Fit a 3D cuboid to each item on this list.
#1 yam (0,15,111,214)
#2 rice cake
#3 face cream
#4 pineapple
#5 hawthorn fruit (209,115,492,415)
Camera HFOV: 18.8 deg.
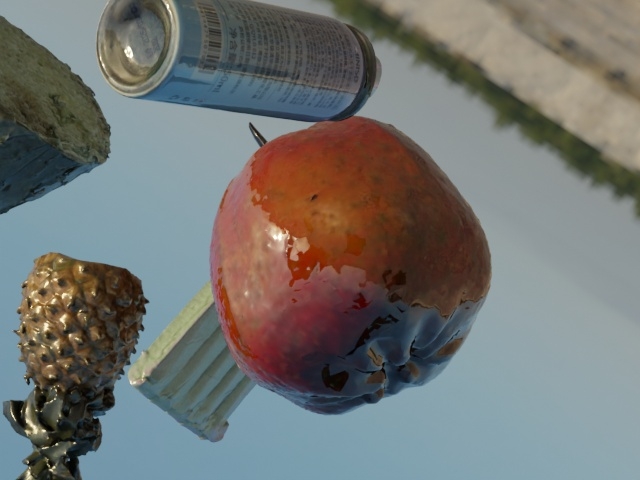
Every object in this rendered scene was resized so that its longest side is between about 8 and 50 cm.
[{"bbox_3d":[-0.277,-0.056,1.268,0.154,0.254,0.154,-25,-90,-84],"label":"yam"},{"bbox_3d":[-0.103,0.115,2.113,0.037,0.198,0.189,30,169,37],"label":"rice cake"},{"bbox_3d":[-0.041,-0.117,1.257,0.075,0.075,0.229,38,-160,34],"label":"face cream"},{"bbox_3d":[-0.224,0.140,1.689,0.125,0.251,0.125,14,179,0],"label":"pineapple"},{"bbox_3d":[0.000,0.000,1.681,0.300,0.254,0.254,54,-163,28],"label":"hawthorn fruit"}]
